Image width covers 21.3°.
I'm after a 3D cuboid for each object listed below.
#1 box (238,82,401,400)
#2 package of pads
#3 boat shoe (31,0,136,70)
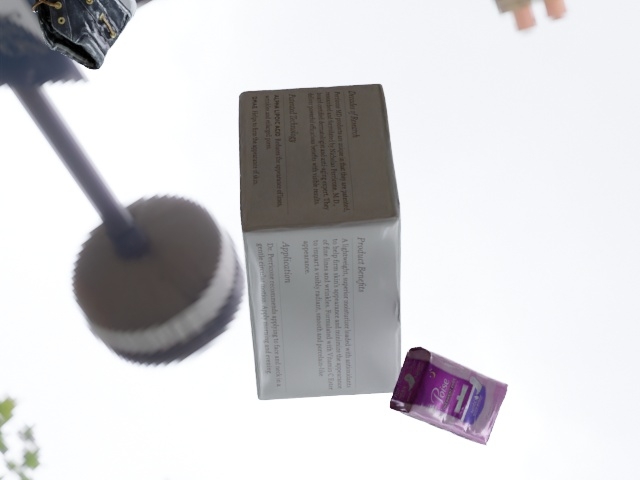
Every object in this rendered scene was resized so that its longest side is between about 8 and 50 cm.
[{"bbox_3d":[0.000,0.000,1.345,0.119,0.181,0.182,-3,-140,-1],"label":"box"},{"bbox_3d":[0.094,0.113,1.240,0.032,0.083,0.050,5,-107,58],"label":"package of pads"},{"bbox_3d":[-0.261,-0.247,1.664,0.065,0.183,0.083,-4,-125,48],"label":"boat shoe"}]
